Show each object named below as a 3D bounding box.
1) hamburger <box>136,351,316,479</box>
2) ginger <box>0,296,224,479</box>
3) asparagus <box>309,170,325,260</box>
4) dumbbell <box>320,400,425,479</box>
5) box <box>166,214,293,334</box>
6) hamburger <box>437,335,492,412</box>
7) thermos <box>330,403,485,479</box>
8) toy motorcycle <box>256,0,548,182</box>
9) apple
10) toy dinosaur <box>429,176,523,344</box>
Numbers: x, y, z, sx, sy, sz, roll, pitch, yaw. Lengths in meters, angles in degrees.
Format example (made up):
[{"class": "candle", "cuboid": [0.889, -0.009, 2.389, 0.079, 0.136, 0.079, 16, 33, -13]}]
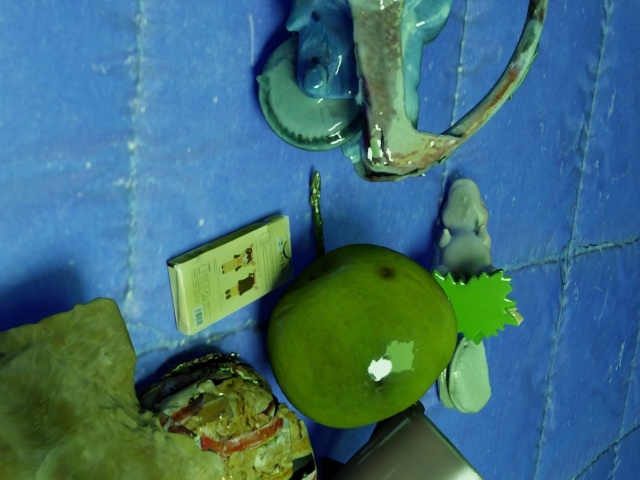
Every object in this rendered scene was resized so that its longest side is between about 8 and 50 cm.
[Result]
[{"class": "hamburger", "cuboid": [-0.103, 0.216, 0.738, 0.231, 0.107, 0.230, -20, 119, -40]}, {"class": "ginger", "cuboid": [-0.170, 0.182, 0.540, 0.219, 0.270, 0.123, -22, 158, -29]}, {"class": "asparagus", "cuboid": [0.000, 0.000, 0.872, 0.016, 0.016, 0.162, -17, 116, -20]}, {"class": "dumbbell", "cuboid": [0.062, 0.246, 0.956, 0.099, 0.099, 0.208, 47, 64, -48]}, {"class": "box", "cuboid": [-0.081, 0.029, 0.772, 0.149, 0.020, 0.073, -26, 120, -45]}, {"class": "hamburger", "cuboid": [0.199, 0.193, 1.158, 0.084, 0.054, 0.121, -22, 115, -42]}, {"class": "thermos", "cuboid": [0.049, 0.313, 0.834, 0.265, 0.146, 0.176, -42, 141, -4]}, {"class": "toy motorcycle", "cuboid": [0.080, -0.214, 0.766, 0.241, 0.182, 0.319, 14, 90, -26]}, {"class": "apple", "cuboid": [0.037, 0.092, 0.807, 0.157, 0.196, 0.196, 52, 54, -8]}, {"class": "toy dinosaur", "cuboid": [0.170, 0.036, 1.040, 0.177, 0.152, 0.194, -69, 147, -61]}]
